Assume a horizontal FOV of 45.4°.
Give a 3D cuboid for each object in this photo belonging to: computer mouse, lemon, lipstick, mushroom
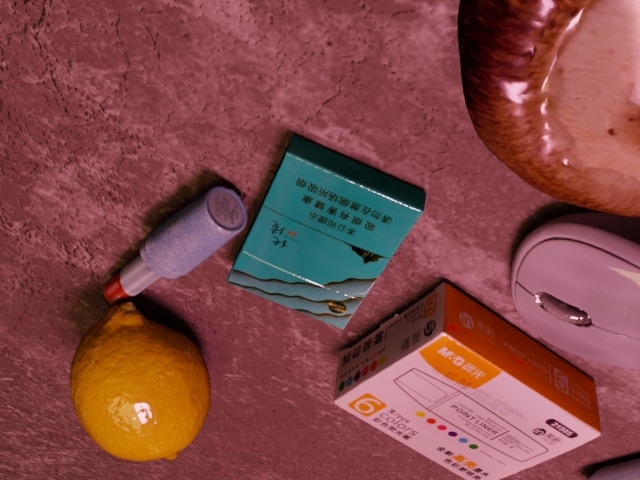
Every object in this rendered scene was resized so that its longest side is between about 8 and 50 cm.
[{"bbox_3d":[0.352,0.070,0.805,0.297,0.121,0.184,7,136,6],"label":"computer mouse"},{"bbox_3d":[-0.242,0.196,1.031,0.187,0.187,0.244,-5,117,19],"label":"lemon"},{"bbox_3d":[-0.192,0.019,0.938,0.068,0.061,0.274,37,135,-23],"label":"lipstick"},{"bbox_3d":[0.263,-0.160,0.561,0.345,0.239,0.345,4,113,10],"label":"mushroom"}]

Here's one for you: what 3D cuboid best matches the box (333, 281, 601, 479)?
[{"bbox_3d":[0.184,0.195,0.985,0.274,0.091,0.221,32,131,-16],"label":"box"}]

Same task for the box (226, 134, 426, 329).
[{"bbox_3d":[0.000,0.000,0.881,0.161,0.042,0.226,24,133,-7],"label":"box"}]

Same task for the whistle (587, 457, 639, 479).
[{"bbox_3d":[0.500,0.307,1.030,0.312,0.062,0.062,-30,120,35],"label":"whistle"}]
